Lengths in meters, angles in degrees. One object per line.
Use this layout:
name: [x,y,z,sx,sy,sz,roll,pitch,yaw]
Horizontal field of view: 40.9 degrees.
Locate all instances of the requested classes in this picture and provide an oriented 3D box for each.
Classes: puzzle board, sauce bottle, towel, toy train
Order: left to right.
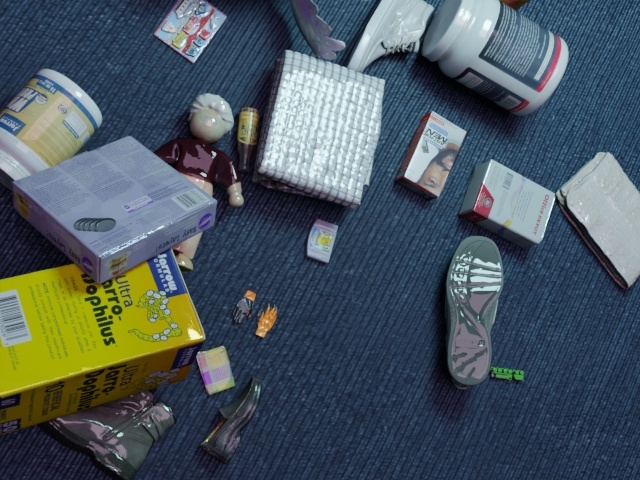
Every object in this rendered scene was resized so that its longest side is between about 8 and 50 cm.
puzzle board: [-0.260,-0.433,1.728,0.096,0.011,0.128,35,71,-11]
towel: [-0.200,0.246,1.638,0.060,0.009,0.083,-16,88,-22]
sauce bottle: [-0.146,-0.200,1.714,0.042,0.042,0.128,6,79,-19]
towel: [-0.006,-0.215,1.729,0.235,0.121,0.284,16,75,-18]
toy train: [0.400,0.287,1.844,0.083,0.017,0.024,9,89,-18]
towel: [0.679,-0.052,1.984,0.187,0.049,0.282,-41,96,-20]

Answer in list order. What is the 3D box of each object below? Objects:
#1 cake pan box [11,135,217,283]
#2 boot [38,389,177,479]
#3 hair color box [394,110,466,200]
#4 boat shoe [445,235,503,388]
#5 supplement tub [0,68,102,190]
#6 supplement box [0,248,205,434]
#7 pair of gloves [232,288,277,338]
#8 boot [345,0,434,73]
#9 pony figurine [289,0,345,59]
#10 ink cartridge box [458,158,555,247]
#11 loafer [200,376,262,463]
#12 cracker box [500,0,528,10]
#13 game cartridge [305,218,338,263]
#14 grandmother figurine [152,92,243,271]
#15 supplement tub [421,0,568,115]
cake pan box: [-0.348,-0.065,1.478,0.245,0.070,0.266,36,45,24]
boot: [-0.392,0.305,1.536,0.246,0.083,0.161,38,59,-10]
hair color box: [0.237,-0.181,1.843,0.093,0.053,0.167,28,74,-14]
boat shoe: [0.313,0.149,1.802,0.118,0.103,0.321,5,73,0]
supplement tub: [-0.503,-0.189,1.528,0.144,0.144,0.200,39,70,-10]
supplement box: [-0.404,0.164,1.434,0.356,0.194,0.195,-14,66,-27]
pair of gloves: [-0.127,0.143,1.681,0.083,0.010,0.074,31,72,-12]
boot: [0.154,-0.431,1.830,0.123,0.095,0.258,30,71,-6]
pony figurine: [-0.066,-0.568,1.677,0.363,0.303,0.351,5,40,-31]
ink cartridge box: [0.408,-0.078,1.876,0.175,0.072,0.128,26,73,-14]
loafer: [-0.164,0.329,1.612,0.061,0.062,0.170,29,71,-8]
cracker box: [0.386,-0.620,1.913,0.067,0.155,0.232,-14,87,-21]
game cartridge: [0.000,0.000,1.748,0.056,0.017,0.083,18,75,-12]
grandmother figurine: [-0.242,-0.117,1.636,0.207,0.104,0.343,19,77,-21]
supplement tub: [0.376,-0.409,1.856,0.272,0.191,0.191,27,73,-14]
